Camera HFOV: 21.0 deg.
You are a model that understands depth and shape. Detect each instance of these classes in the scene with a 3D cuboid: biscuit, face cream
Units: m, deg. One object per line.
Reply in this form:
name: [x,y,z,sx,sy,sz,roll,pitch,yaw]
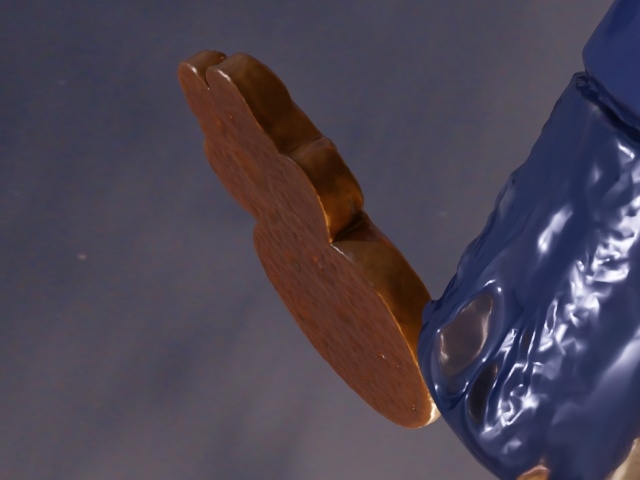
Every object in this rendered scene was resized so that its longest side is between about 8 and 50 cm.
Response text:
biscuit: [0.001,-0.001,1.123,0.044,0.202,0.288,-33,-75,-18]
face cream: [0.187,0.021,0.666,0.249,0.249,0.225,18,-71,-44]
